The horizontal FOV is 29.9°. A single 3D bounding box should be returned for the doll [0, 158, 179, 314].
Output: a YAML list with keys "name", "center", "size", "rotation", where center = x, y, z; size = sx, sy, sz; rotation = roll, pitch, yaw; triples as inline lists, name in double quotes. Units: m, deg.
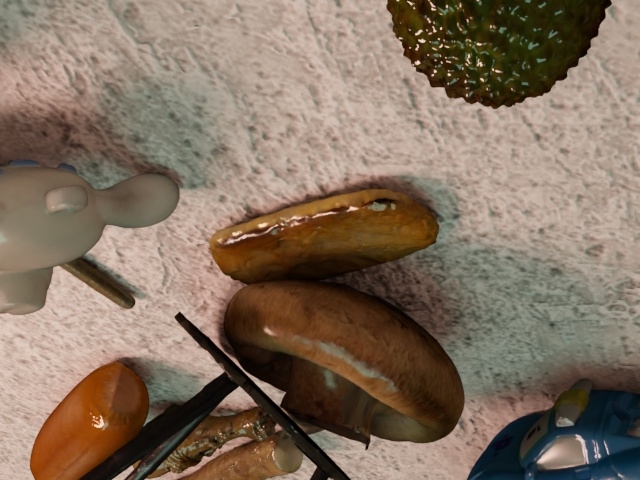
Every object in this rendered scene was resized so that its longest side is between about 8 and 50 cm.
- name: "doll"
  center: [-0.308, 0.003, 1.066]
  size: [0.243, 0.159, 0.311]
  rotation: [7, -177, 24]

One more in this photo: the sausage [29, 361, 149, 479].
- name: "sausage"
  center: [-0.297, 0.242, 1.521]
  size: [0.105, 0.105, 0.274]
  rotation: [23, 142, -18]

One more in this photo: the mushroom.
- name: "mushroom"
  center: [0.019, 0.125, 1.244]
  size: [0.278, 0.146, 0.278]
  rotation: [22, 164, 7]

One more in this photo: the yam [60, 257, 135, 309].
- name: "yam"
  center: [-0.246, 0.042, 1.304]
  size: [0.021, 0.021, 0.116]
  rotation: [-22, 133, 36]

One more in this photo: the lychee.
- name: "lychee"
  center: [0.115, -0.168, 0.804]
  size: [0.171, 0.171, 0.171]
  rotation: [7, 144, 5]

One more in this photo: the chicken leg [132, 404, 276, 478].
- name: "chicken leg"
  center: [-0.147, 0.243, 1.516]
  size: [0.198, 0.085, 0.069]
  rotation: [-16, 115, 12]

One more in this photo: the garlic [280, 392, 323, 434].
- name: "garlic"
  center: [-0.009, 0.201, 1.427]
  size: [0.084, 0.066, 0.152]
  rotation: [29, 138, -28]

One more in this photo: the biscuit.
- name: "biscuit"
  center: [0.000, 0.000, 1.179]
  size: [0.247, 0.029, 0.118]
  rotation: [-15, 147, 32]

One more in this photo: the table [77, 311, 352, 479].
- name: "table"
  center: [-0.144, 0.248, 1.234]
  size: [0.317, 0.249, 0.317]
  rotation: [44, 174, 6]

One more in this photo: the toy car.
- name: "toy car"
  center: [0.291, 0.245, 1.331]
  size: [0.314, 0.198, 0.166]
  rotation: [-12, 106, 32]

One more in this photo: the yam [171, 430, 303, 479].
- name: "yam"
  center: [-0.124, 0.319, 1.624]
  size: [0.066, 0.066, 0.300]
  rotation: [28, 141, -24]
